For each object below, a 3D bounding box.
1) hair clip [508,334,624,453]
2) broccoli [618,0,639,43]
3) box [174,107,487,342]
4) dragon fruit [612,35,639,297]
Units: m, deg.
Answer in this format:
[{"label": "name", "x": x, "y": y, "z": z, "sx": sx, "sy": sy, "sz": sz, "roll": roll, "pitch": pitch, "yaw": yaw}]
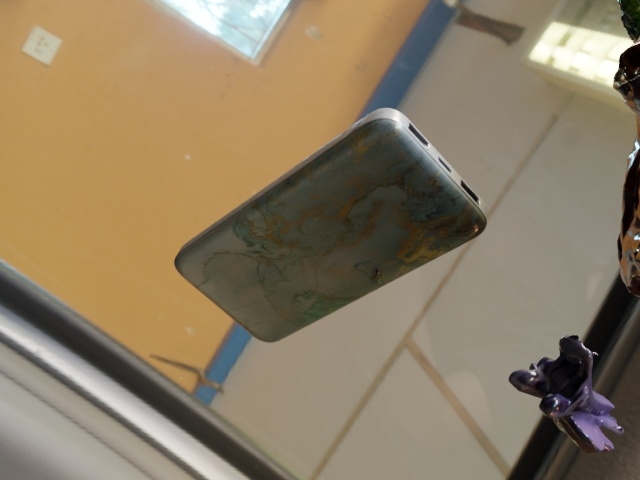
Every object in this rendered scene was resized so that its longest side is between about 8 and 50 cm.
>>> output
[{"label": "hair clip", "x": 0.306, "y": 0.192, "z": 0.950, "sx": 0.090, "sy": 0.278, "sz": 0.137, "roll": -42, "pitch": -128, "yaw": 1}, {"label": "broccoli", "x": 0.486, "y": -0.350, "z": 0.902, "sx": 0.269, "sy": 0.254, "sz": 0.269, "roll": -22, "pitch": -152, "yaw": 13}, {"label": "box", "x": 0.000, "y": 0.000, "z": 0.696, "sx": 0.285, "sy": 0.142, "sz": 0.044, "roll": -31, "pitch": -155, "yaw": 34}, {"label": "dragon fruit", "x": 0.290, "y": -0.097, "z": 0.633, "sx": 0.286, "sy": 0.227, "sz": 0.329, "roll": 130, "pitch": -55, "yaw": -82}]
